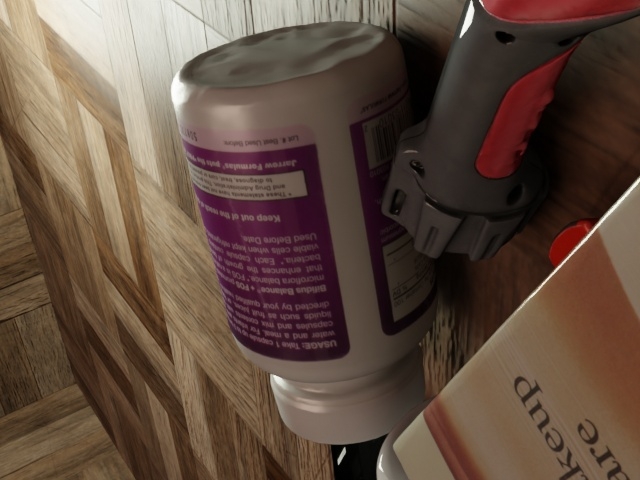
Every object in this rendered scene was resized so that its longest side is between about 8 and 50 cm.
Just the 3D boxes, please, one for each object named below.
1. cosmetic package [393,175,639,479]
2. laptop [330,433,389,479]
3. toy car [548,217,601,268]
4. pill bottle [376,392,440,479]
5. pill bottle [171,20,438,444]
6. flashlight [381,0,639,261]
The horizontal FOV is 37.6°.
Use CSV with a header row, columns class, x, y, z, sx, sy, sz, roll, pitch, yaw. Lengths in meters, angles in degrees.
class,x,y,z,sx,sy,sz,roll,pitch,yaw
cosmetic package,0.159,0.067,0.374,0.153,0.129,0.296,58,150,22
laptop,0.104,0.254,0.930,0.234,0.137,0.264,108,159,-56
toy car,0.218,0.118,0.518,0.239,0.053,0.225,43,147,43
pill bottle,0.137,0.260,0.683,0.160,0.160,0.283,32,139,52
pill bottle,0.000,0.000,0.721,0.169,0.169,0.301,30,137,53
flashlight,0.116,-0.091,0.500,0.103,0.103,0.304,51,157,22
